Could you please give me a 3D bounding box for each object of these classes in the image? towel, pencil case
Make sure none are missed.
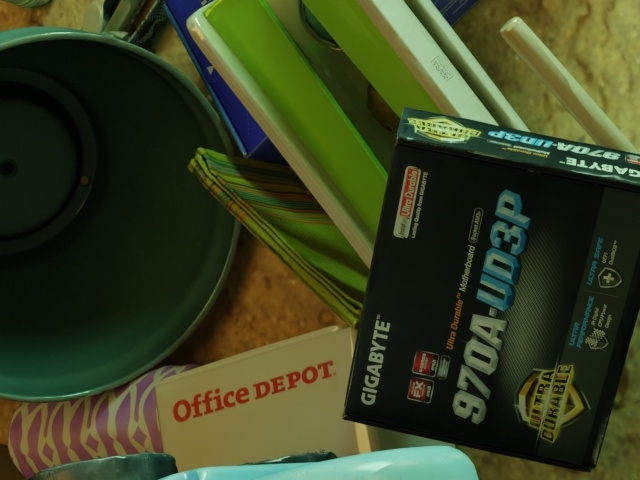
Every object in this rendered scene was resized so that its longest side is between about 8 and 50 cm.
[{"bbox_3d":[0.000,0.000,1.418,0.237,0.102,0.021,44,118,43],"label":"towel"},{"bbox_3d":[-0.160,0.153,1.567,0.206,0.088,0.086,-11,48,38],"label":"pencil case"}]

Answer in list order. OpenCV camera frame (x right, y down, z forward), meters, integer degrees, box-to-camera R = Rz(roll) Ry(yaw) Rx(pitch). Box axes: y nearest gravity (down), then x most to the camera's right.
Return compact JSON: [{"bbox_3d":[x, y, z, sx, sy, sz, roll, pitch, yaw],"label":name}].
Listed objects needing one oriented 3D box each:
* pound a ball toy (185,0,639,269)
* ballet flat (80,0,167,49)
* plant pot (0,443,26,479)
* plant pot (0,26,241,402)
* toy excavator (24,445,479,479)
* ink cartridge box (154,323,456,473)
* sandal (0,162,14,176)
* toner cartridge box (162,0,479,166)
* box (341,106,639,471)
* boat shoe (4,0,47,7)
[{"bbox_3d":[0.094,-0.095,1.324,0.208,0.136,0.319,-37,94,25],"label":"pound a ball toy"},{"bbox_3d":[-0.152,-0.211,1.610,0.070,0.070,0.188,40,109,34],"label":"ballet flat"},{"bbox_3d":[-0.349,0.314,1.629,0.284,0.191,0.284,-5,83,38],"label":"plant pot"},{"bbox_3d":[-0.234,-0.041,1.544,0.196,0.293,0.293,36,109,61],"label":"plant pot"},{"bbox_3d":[0.098,0.206,1.151,0.445,0.433,0.222,-22,72,42],"label":"toy excavator"},{"bbox_3d":[0.001,0.215,1.407,0.198,0.115,0.272,-19,73,34],"label":"ink cartridge box"},{"bbox_3d":[-0.353,-0.035,1.707,0.126,0.138,0.317,47,115,30],"label":"sandal"},{"bbox_3d":[0.043,-0.226,1.450,0.348,0.075,0.165,-42,60,27],"label":"toner cartridge box"},{"bbox_3d":[0.118,0.034,1.253,0.175,0.051,0.220,12,120,3],"label":"box"},{"bbox_3d":[-0.273,-0.323,1.708,0.079,0.081,0.227,-5,82,38],"label":"boat shoe"}]
